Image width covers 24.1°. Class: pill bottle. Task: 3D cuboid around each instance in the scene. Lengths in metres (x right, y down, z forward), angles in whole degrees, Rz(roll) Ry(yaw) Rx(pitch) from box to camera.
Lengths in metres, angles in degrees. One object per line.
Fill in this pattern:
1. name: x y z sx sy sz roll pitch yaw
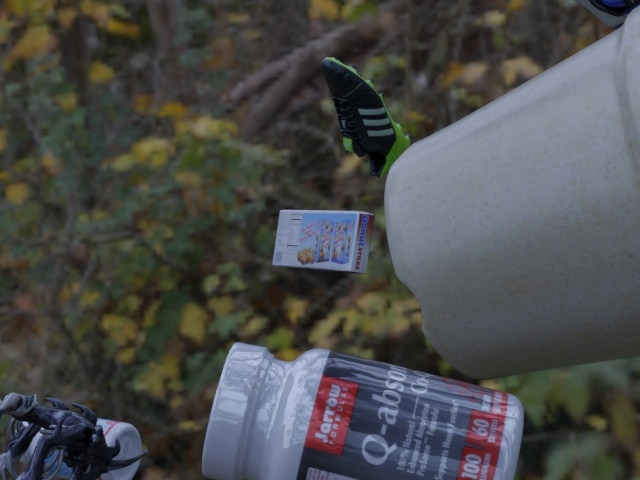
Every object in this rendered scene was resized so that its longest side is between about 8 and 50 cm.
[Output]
1. pill bottle: 0.051 0.250 1.831 0.363 0.210 0.210 13 4 4
2. pill bottle: -0.325 0.276 1.995 0.160 0.087 0.087 6 10 26

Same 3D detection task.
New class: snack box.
1. snack box: 0.000 0.000 1.619 0.022 0.064 0.178 11 -4 -29

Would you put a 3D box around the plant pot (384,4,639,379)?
1. plant pot: 0.237 -0.025 1.278 0.305 0.333 0.334 -20 -2 29

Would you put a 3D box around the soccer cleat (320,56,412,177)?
1. soccer cleat: 0.047 -0.146 1.803 0.072 0.179 0.060 -51 39 -13

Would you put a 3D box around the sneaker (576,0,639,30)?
1. sneaker: 0.314 -0.282 1.565 0.127 0.182 0.315 -36 -44 16

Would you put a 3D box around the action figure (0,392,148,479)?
1. action figure: -0.347 0.236 1.726 0.276 0.141 0.164 24 -9 -6
